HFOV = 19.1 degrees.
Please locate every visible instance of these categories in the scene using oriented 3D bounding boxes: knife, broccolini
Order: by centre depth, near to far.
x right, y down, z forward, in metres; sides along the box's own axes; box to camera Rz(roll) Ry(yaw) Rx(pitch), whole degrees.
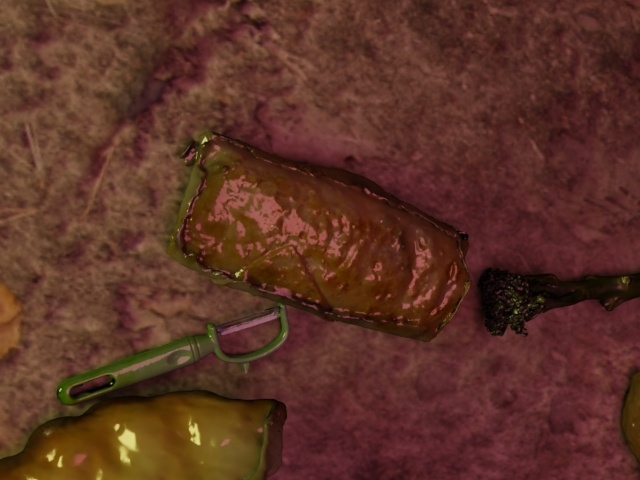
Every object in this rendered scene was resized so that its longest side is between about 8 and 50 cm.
[{"bbox_3d":[-0.123,0.107,1.633,0.212,0.015,0.054,-18,114,-17],"label":"knife"},{"bbox_3d":[0.248,0.043,1.735,0.216,0.067,0.058,-7,141,-19],"label":"broccolini"}]

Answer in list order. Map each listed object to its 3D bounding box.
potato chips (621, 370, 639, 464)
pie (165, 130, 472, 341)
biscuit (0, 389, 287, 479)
[{"bbox_3d":[0.403,0.293,1.842,0.080,0.057,0.407,-43,112,-4],"label":"potato chips"},{"bbox_3d":[0.000,0.000,1.630,0.282,0.068,0.128,20,92,-19],"label":"pie"},{"bbox_3d":[-0.131,0.268,1.554,0.329,0.078,0.335,43,78,16],"label":"biscuit"}]
